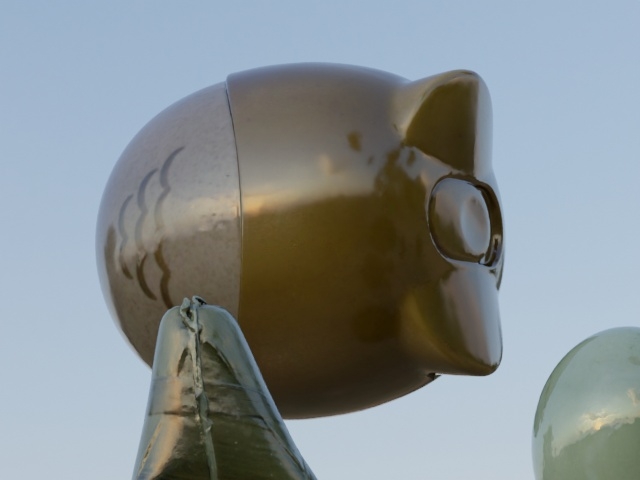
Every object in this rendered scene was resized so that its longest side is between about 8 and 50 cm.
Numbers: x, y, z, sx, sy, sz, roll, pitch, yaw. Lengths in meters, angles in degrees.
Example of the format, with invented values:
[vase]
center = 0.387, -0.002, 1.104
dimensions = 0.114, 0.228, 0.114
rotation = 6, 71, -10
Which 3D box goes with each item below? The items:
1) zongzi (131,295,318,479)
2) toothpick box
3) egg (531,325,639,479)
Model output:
[zongzi]
center = -0.026, 0.084, 0.664
dimensions = 0.113, 0.104, 0.052
rotation = 9, -7, 2
[toothpick box]
center = 0.000, 0.000, 1.601
dimensions = 0.425, 0.409, 0.409
rotation = -6, -19, 35
[egg]
center = 0.236, 0.162, 1.076
dimensions = 0.149, 0.192, 0.149
rotation = -1, 0, 0
